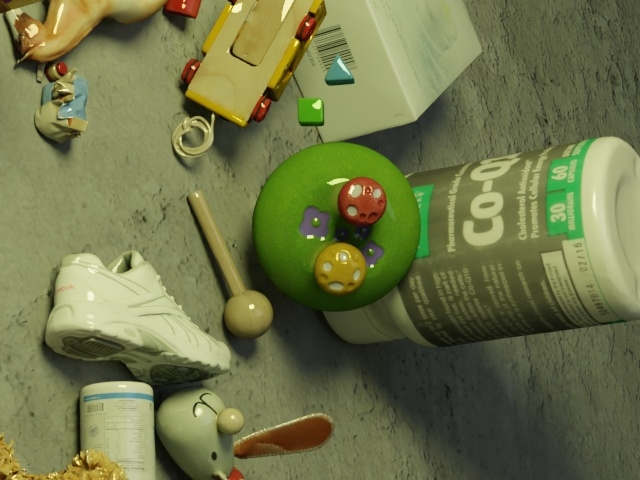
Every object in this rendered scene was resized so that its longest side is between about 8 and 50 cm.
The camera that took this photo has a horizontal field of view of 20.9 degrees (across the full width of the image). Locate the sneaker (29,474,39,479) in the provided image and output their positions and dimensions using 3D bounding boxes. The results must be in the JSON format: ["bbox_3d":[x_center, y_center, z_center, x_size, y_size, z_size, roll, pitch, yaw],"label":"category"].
[{"bbox_3d":[-0.266,0.235,1.505,0.175,0.064,0.067,23,37,-52],"label":"sneaker"}]

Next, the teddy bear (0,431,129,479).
[{"bbox_3d":[-0.290,0.239,1.349,0.338,0.113,0.245,29,63,-28],"label":"teddy bear"}]

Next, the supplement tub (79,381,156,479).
[{"bbox_3d":[-0.188,0.188,1.610,0.071,0.071,0.107,15,68,-53],"label":"supplement tub"}]

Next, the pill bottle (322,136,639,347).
[{"bbox_3d":[0.185,0.012,1.946,0.204,0.361,0.204,28,57,-55],"label":"pill bottle"}]

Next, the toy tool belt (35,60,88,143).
[{"bbox_3d":[-0.240,-0.137,1.658,0.052,0.051,0.083,23,61,-51],"label":"toy tool belt"}]

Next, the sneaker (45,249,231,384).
[{"bbox_3d":[-0.165,0.069,1.671,0.232,0.090,0.115,28,54,-50],"label":"sneaker"}]

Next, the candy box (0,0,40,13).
[{"bbox_3d":[-0.295,-0.250,1.490,0.109,0.186,0.053,57,41,-29],"label":"candy box"}]

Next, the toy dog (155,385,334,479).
[{"bbox_3d":[-0.025,0.286,1.737,0.333,0.161,0.220,41,48,-42],"label":"toy dog"}]

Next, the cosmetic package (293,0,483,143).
[{"bbox_3d":[0.063,-0.270,2.074,0.225,0.138,0.224,-48,119,-53],"label":"cosmetic package"}]

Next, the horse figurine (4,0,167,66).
[{"bbox_3d":[-0.218,-0.272,1.723,0.263,0.066,0.175,-15,86,-54],"label":"horse figurine"}]

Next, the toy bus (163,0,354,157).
[{"bbox_3d":[-0.074,-0.193,1.868,0.104,0.202,0.191,58,16,-81],"label":"toy bus"}]

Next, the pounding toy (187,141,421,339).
[{"bbox_3d":[0.000,0.000,1.802,0.110,0.236,0.183,-146,-142,-77],"label":"pounding toy"}]
